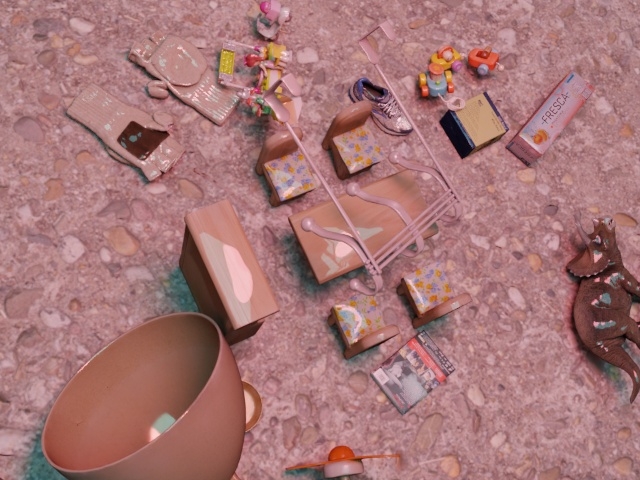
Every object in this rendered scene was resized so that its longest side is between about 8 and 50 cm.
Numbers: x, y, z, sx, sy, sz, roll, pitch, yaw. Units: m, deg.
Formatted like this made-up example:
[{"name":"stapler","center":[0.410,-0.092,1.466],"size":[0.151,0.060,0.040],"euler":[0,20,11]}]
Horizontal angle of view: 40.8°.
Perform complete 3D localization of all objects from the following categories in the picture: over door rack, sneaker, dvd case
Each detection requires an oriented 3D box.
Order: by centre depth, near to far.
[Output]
[{"name":"over door rack","center":[0.060,-0.118,1.229],"size":[0.239,0.108,0.324],"euler":[-39,111,-39]},{"name":"dvd case","center":[0.152,0.215,1.412],"size":[0.119,0.013,0.087],"euler":[-38,85,-20]},{"name":"sneaker","center":[0.110,-0.235,1.505],"size":[0.135,0.058,0.052],"euler":[36,71,-1]}]

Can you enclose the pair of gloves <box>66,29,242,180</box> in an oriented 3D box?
[{"name":"pair of gloves","center":[-0.271,-0.233,1.435],"size":[0.204,0.042,0.240],"euler":[42,70,2]}]

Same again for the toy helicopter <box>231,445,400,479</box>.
[{"name":"toy helicopter","center":[-0.027,0.394,1.269],"size":[0.355,0.140,0.235],"euler":[18,78,7]}]

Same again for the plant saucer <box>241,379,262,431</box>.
[{"name":"plant saucer","center":[-0.132,0.259,1.340],"size":[0.083,0.015,0.083],"euler":[3,74,-10]}]

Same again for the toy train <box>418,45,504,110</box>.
[{"name":"toy train","center":[0.247,-0.307,1.528],"size":[0.125,0.046,0.166],"euler":[25,57,22]}]

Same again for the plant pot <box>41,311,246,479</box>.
[{"name":"plant pot","center":[-0.216,0.268,1.213],"size":[0.284,0.284,0.191],"euler":[-41,121,-19]}]

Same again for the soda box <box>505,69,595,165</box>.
[{"name":"soda box","center":[0.418,-0.223,1.561],"size":[0.058,0.063,0.183],"euler":[42,70,2]}]

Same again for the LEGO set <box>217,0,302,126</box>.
[{"name":"LEGO set","center":[-0.106,-0.269,1.414],"size":[0.107,0.132,0.287],"euler":[11,47,-18]}]

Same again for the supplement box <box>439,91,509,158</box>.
[{"name":"supplement box","center":[0.273,-0.205,1.530],"size":[0.083,0.056,0.083],"euler":[-27,82,-17]}]

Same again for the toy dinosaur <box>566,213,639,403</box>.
[{"name":"toy dinosaur","center":[0.495,0.120,1.473],"size":[0.160,0.121,0.314],"euler":[5,78,2]}]

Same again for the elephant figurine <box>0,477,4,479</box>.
[{"name":"elephant figurine","center":[-0.411,0.433,1.181],"size":[0.239,0.186,0.169],"euler":[7,116,1]}]

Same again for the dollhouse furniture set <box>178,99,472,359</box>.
[{"name":"dollhouse furniture set","center":[0.000,0.000,1.313],"size":[0.394,0.256,0.362],"euler":[-23,81,-16]}]
